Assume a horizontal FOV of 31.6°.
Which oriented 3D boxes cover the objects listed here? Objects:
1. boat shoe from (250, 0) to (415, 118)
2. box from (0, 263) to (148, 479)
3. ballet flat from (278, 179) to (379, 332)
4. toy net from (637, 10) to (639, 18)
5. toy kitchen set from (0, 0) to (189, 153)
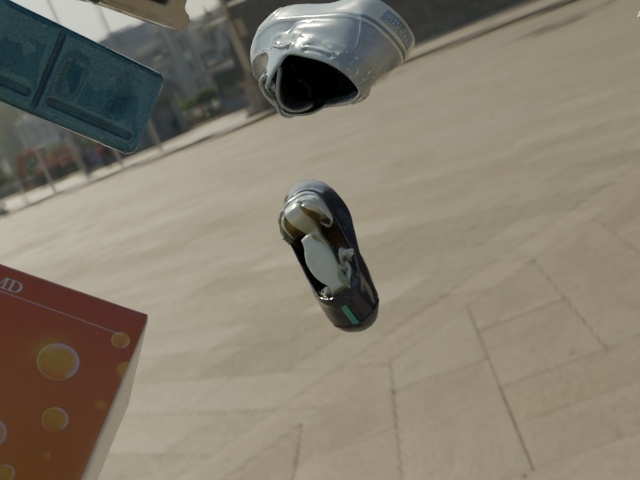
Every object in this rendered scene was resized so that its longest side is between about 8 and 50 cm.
[{"bbox_3d":[-0.013,-0.145,0.935,0.081,0.079,0.227,-51,22,-18],"label":"boat shoe"},{"bbox_3d":[-0.299,0.200,0.894,0.168,0.215,0.345,114,174,-50],"label":"box"},{"bbox_3d":[0.000,0.000,1.100,0.074,0.074,0.203,-23,50,-2],"label":"ballet flat"},{"bbox_3d":[0.374,-0.286,1.051,0.122,0.045,0.232,-38,-16,-49],"label":"toy net"},{"bbox_3d":[-0.092,-0.154,0.610,0.122,0.207,0.166,22,-1,-40],"label":"toy kitchen set"}]
